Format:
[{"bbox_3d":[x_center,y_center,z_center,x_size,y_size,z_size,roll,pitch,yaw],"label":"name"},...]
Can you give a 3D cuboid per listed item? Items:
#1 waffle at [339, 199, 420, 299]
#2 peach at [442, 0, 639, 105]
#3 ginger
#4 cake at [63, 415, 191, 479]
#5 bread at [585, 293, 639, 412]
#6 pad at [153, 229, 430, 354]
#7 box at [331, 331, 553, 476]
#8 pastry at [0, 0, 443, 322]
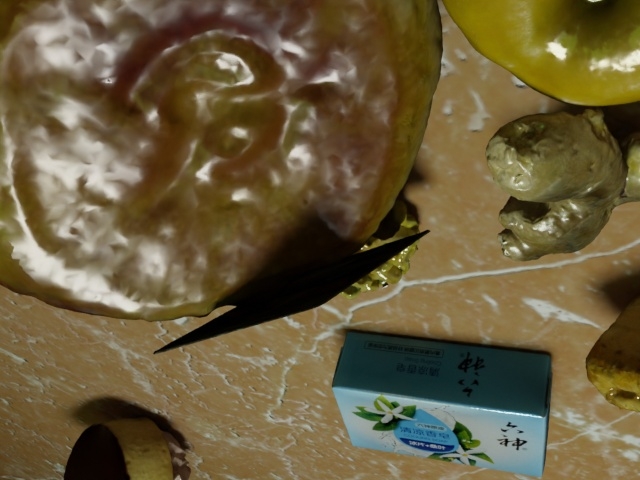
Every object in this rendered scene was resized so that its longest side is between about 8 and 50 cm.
[{"bbox_3d":[0.001,-0.003,0.662,0.194,0.051,0.149,-13,134,34],"label":"waffle"},{"bbox_3d":[0.151,-0.155,0.371,0.179,0.103,0.179,4,137,4],"label":"peach"},{"bbox_3d":[0.164,-0.031,0.491,0.214,0.059,0.133,2,149,-46],"label":"ginger"},{"bbox_3d":[-0.310,0.400,1.191,0.178,0.208,0.185,19,-169,-47],"label":"cake"},{"bbox_3d":[0.320,0.106,0.553,0.083,0.114,0.211,55,163,-18],"label":"bread"},{"bbox_3d":[-0.011,0.034,0.531,0.142,0.211,0.003,-19,94,29],"label":"pad"},{"bbox_3d":[0.141,0.187,0.808,0.232,0.083,0.143,5,139,20],"label":"box"},{"bbox_3d":[-0.093,-0.103,0.433,0.355,0.164,0.356,-9,124,-13],"label":"pastry"}]
